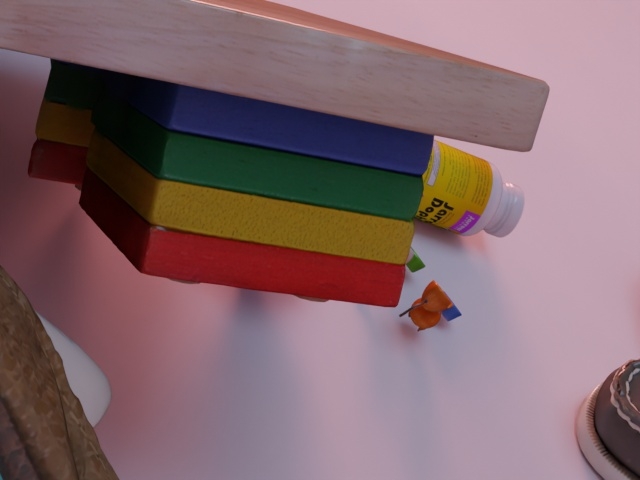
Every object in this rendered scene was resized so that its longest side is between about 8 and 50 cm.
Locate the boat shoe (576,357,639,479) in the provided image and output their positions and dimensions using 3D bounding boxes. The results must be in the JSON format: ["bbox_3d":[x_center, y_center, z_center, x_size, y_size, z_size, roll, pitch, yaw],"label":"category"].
[{"bbox_3d":[0.280,0.104,0.632,0.305,0.091,0.109,14,49,5],"label":"boat shoe"}]

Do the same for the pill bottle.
[{"bbox_3d":[0.067,-0.029,0.706,0.083,0.043,0.043,19,40,-23],"label":"pill bottle"}]

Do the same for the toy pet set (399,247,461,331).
[{"bbox_3d":[0.000,0.000,0.626,0.122,0.065,0.114,54,4,16],"label":"toy pet set"}]

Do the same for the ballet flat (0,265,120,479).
[{"bbox_3d":[-0.075,0.100,0.349,0.342,0.116,0.124,58,19,-3],"label":"ballet flat"}]

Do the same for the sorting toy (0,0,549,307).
[{"bbox_3d":[-0.099,-0.058,0.474,0.257,0.089,0.255,8,12,-26],"label":"sorting toy"}]
